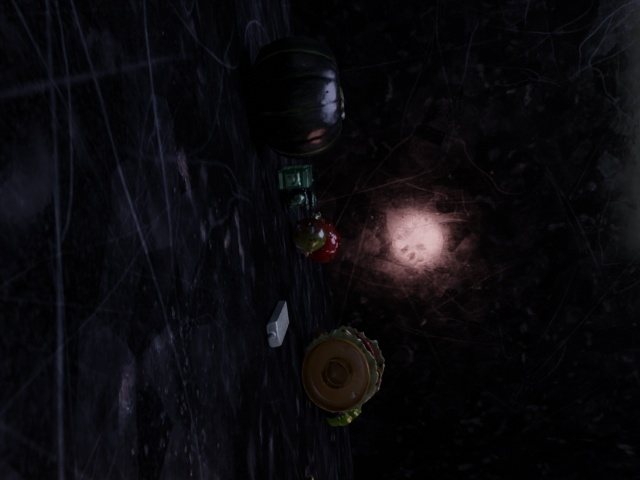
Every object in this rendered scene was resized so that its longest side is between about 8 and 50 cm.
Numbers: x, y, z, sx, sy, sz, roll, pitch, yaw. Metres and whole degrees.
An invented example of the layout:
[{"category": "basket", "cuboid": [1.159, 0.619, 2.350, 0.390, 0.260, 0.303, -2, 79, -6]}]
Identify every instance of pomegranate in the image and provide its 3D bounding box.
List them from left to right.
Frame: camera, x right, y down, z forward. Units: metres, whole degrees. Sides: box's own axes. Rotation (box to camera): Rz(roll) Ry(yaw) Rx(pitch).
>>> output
[{"category": "pomegranate", "cuboid": [-0.041, -0.015, 2.065, 0.159, 0.129, 0.129, 97, -12, -75]}]

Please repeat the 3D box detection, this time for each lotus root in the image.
[{"category": "lotus root", "cuboid": [0.058, 0.629, 2.300, 0.186, 0.186, 0.186, -7, 90, -86]}]

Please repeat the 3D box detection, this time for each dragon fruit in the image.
[{"category": "dragon fruit", "cuboid": [0.000, 0.000, 2.317, 0.172, 0.172, 0.209, -88, 156, -68]}]

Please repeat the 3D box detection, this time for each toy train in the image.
[{"category": "toy train", "cuboid": [-0.072, -0.183, 1.963, 0.269, 0.115, 0.154, -68, 154, -80]}]

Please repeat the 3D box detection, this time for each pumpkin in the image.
[{"category": "pumpkin", "cuboid": [-0.060, -0.379, 1.518, 0.323, 0.241, 0.323, -7, 90, -84]}]

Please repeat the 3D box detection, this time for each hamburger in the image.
[{"category": "hamburger", "cuboid": [0.079, 0.427, 1.915, 0.212, 0.275, 0.274, -3, 86, -71]}]

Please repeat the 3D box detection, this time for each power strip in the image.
[{"category": "power strip", "cuboid": [-0.105, 0.206, 1.415, 0.252, 0.027, 0.060, -73, 156, -81]}]

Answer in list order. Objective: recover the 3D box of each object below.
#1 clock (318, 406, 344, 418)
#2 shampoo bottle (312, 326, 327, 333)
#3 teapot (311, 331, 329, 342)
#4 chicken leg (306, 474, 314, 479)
[{"category": "clock", "cuboid": [0.048, 0.543, 2.110, 0.226, 0.049, 0.226, -11, -103, 61]}, {"category": "shampoo bottle", "cuboid": [0.008, 0.452, 2.437, 0.236, 0.067, 0.068, 81, 23, -49]}, {"category": "teapot", "cuboid": [-0.005, 0.414, 2.284, 0.121, 0.076, 0.068, 129, -26, -52]}, {"category": "chicken leg", "cuboid": [-0.005, 0.774, 1.678, 0.093, 0.070, 0.178, -29, 101, -59]}]
